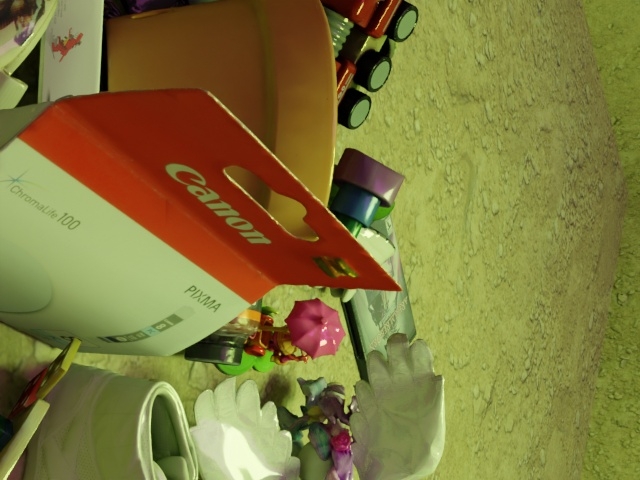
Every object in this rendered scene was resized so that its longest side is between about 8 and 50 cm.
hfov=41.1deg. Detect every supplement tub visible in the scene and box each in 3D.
[{"bbox_3d":[-0.121,0.052,1.052,0.106,0.106,0.198,22,72,-57],"label":"supplement tub"}]

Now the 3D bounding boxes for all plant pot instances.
[{"bbox_3d":[-0.122,-0.118,0.882,0.203,0.291,0.291,-1,91,-17],"label":"plant pot"}]

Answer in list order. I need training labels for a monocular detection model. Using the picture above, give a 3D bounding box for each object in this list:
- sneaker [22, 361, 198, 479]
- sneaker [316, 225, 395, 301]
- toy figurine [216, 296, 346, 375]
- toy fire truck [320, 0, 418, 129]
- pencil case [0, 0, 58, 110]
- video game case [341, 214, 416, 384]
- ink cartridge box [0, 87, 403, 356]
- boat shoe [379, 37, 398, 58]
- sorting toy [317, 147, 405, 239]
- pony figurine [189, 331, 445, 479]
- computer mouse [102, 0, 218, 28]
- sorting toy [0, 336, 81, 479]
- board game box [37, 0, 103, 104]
[{"bbox_3d":[-0.210,0.275,0.845,0.108,0.169,0.293,4,88,-61],"label":"sneaker"},{"bbox_3d":[0.000,0.000,1.256,0.297,0.111,0.129,37,82,-44],"label":"sneaker"},{"bbox_3d":[-0.038,0.129,1.138,0.173,0.159,0.130,48,50,-49],"label":"toy figurine"},{"bbox_3d":[-0.012,-0.287,1.162,0.217,0.158,0.246,-61,155,11],"label":"toy fire truck"},{"bbox_3d":[-0.353,-0.258,0.566,0.410,0.159,0.184,51,14,-39],"label":"pencil case"},{"bbox_3d":[0.099,0.100,1.497,0.196,0.026,0.274,-45,126,-50],"label":"video game case"},{"bbox_3d":[-0.169,0.012,0.699,0.308,0.384,0.091,44,53,-50],"label":"ink cartridge box"},{"bbox_3d":[0.051,-0.378,1.331,0.305,0.109,0.091,27,62,-60],"label":"boat shoe"},{"bbox_3d":[-0.004,-0.014,0.970,0.127,0.365,0.126,27,83,-10],"label":"sorting toy"},{"bbox_3d":[0.013,0.297,1.079,0.363,0.302,0.351,-134,-148,-84],"label":"pony figurine"},{"bbox_3d":[-0.162,-0.290,1.011,0.188,0.072,0.272,44,53,-49],"label":"computer mouse"},{"bbox_3d":[-0.303,0.194,0.740,0.046,0.132,0.275,38,48,-17],"label":"sorting toy"},{"bbox_3d":[-0.232,-0.212,0.800,0.053,0.193,0.306,3,87,-17],"label":"board game box"}]
